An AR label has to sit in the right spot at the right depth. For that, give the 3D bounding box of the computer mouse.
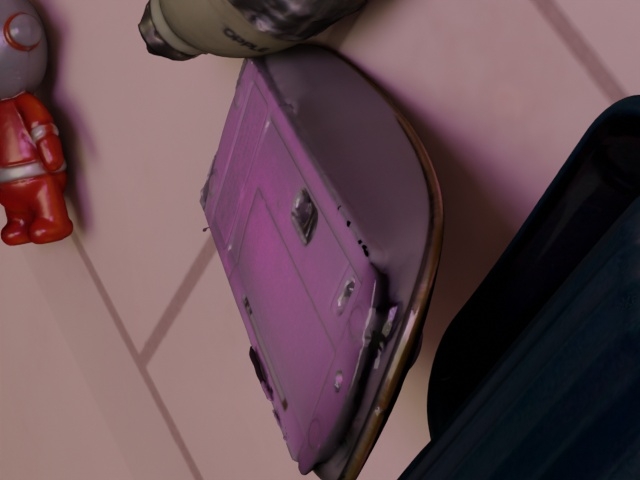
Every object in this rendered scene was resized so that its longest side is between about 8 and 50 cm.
[{"bbox_3d":[0.000,0.000,0.672,0.310,0.072,0.158,-117,41,-57],"label":"computer mouse"}]

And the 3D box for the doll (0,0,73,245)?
[{"bbox_3d":[-0.256,-0.117,1.008,0.142,0.076,0.245,0,104,51],"label":"doll"}]

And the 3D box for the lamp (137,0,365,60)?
[{"bbox_3d":[-0.020,-0.160,0.678,0.250,0.101,0.101,-18,85,48],"label":"lamp"}]

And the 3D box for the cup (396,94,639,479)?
[{"bbox_3d":[0.147,0.127,0.477,0.242,0.308,0.292,32,130,3],"label":"cup"}]
